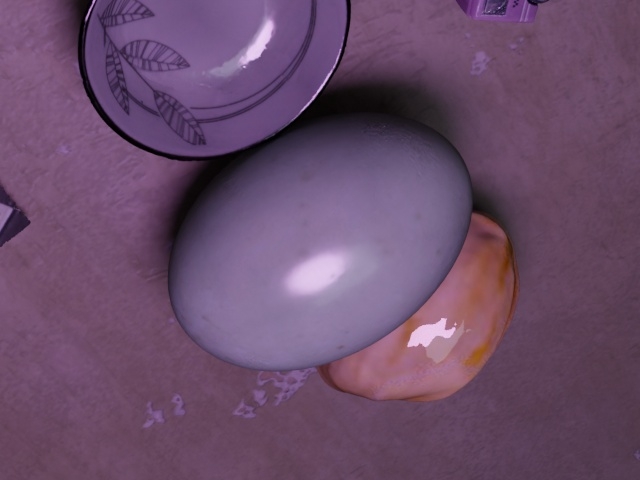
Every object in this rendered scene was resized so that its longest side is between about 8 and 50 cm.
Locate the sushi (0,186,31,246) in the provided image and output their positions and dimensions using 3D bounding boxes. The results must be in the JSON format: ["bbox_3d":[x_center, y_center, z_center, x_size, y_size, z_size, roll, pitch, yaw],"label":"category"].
[{"bbox_3d":[-0.511,-0.043,1.705,0.264,0.050,0.290,-39,130,-10],"label":"sushi"}]

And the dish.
[{"bbox_3d":[-0.126,-0.244,1.692,0.317,0.106,0.316,-14,129,-18],"label":"dish"}]

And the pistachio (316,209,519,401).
[{"bbox_3d":[0.129,0.091,1.993,0.309,0.230,0.230,-47,129,7],"label":"pistachio"}]

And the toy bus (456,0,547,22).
[{"bbox_3d":[0.218,-0.356,1.769,0.108,0.096,0.198,-3,129,-17],"label":"toy bus"}]

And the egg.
[{"bbox_3d":[0.000,0.000,1.815,0.389,0.276,0.276,-29,131,2],"label":"egg"}]
